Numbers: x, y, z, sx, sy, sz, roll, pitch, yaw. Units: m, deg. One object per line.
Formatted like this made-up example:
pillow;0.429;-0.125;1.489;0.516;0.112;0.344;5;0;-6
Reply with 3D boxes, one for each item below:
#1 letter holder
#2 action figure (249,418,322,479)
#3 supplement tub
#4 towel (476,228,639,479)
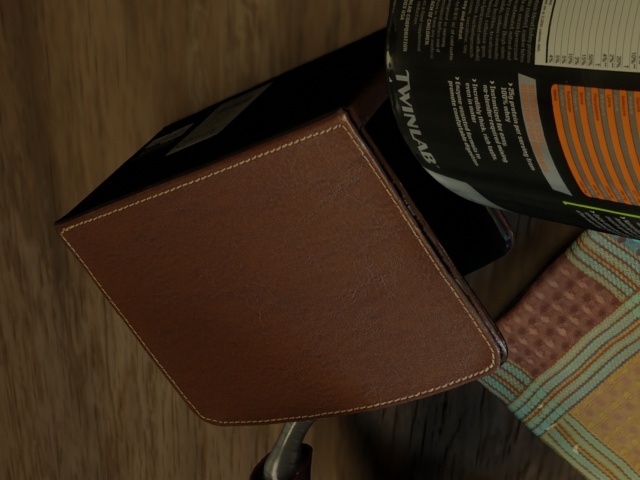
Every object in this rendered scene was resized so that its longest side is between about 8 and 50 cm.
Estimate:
letter holder;0.000;0.000;0.961;0.302;0.152;0.214;-18;112;43
action figure;0.027;0.275;1.035;0.248;0.275;0.370;33;180;8
supplement tub;0.191;-0.090;0.656;0.316;0.193;0.193;17;135;55
towel;0.297;0.139;0.932;0.370;0.040;0.271;40;135;4
